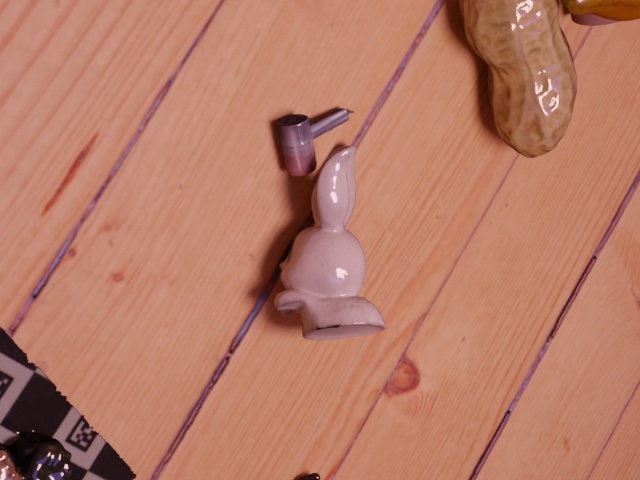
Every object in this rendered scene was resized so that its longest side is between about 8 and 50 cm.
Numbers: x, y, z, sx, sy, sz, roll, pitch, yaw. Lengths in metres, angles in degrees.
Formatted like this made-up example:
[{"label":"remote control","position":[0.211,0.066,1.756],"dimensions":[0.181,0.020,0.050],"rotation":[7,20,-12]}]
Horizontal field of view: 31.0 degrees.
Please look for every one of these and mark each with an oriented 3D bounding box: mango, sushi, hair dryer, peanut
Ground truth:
[{"label":"mango","position":[0.352,-0.314,1.391],"dimensions":[0.184,0.085,0.102],"rotation":[-13,101,-31]},{"label":"sushi","position":[-0.357,0.264,1.122],"dimensions":[0.320,0.068,0.339],"rotation":[-45,126,-20]},{"label":"hair dryer","position":[0.001,-0.124,1.320],"dimensions":[0.114,0.037,0.063],"rotation":[-32,123,-36]},{"label":"peanut","position":[0.245,-0.237,1.420],"dimensions":[0.136,0.120,0.298],"rotation":[-39,124,-29]}]

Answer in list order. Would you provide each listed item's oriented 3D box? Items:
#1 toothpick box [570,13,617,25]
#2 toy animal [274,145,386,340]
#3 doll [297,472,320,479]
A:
[{"label":"toothpick box","position":[0.361,-0.365,1.490],"dimensions":[0.098,0.098,0.149],"rotation":[-32,121,-28]},{"label":"toy animal","position":[0.000,0.002,1.323],"dimensions":[0.103,0.130,0.221],"rotation":[12,70,-67]},{"label":"doll","position":[-0.065,0.363,1.398],"dimensions":[0.165,0.057,0.139],"rotation":[-7,110,-32]}]
